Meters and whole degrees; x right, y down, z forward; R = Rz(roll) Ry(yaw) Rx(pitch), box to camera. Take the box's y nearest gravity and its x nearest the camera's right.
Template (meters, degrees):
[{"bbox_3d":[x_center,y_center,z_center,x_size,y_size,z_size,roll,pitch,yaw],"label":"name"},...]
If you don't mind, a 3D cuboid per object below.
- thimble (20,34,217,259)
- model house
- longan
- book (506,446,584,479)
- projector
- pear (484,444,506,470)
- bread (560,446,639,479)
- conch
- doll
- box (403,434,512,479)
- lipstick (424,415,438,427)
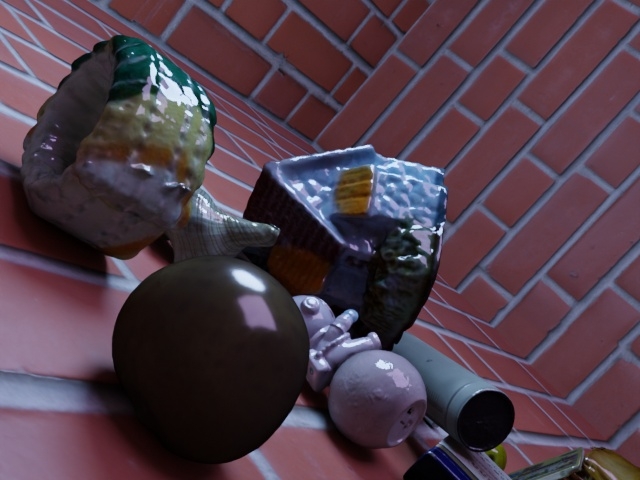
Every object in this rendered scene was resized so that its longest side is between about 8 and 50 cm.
[{"bbox_3d":[-0.260,-0.119,1.111,0.167,0.254,0.288,34,19,-35],"label":"thimble"},{"bbox_3d":[0.000,0.000,1.481,0.339,0.297,0.360,19,-25,-7],"label":"model house"},{"bbox_3d":[-0.108,0.116,0.881,0.196,0.196,0.220,30,18,-48],"label":"longan"},{"bbox_3d":[0.393,0.422,1.549,0.013,0.168,0.192,68,16,11],"label":"book"},{"bbox_3d":[0.197,0.249,1.465,0.108,0.108,0.337,37,-4,-22],"label":"projector"},{"bbox_3d":[0.278,0.383,1.507,0.092,0.092,0.097,42,-6,3],"label":"pear"},{"bbox_3d":[0.573,0.513,1.640,0.324,0.167,0.277,30,10,26],"label":"bread"},{"bbox_3d":[-0.199,-0.011,1.326,0.234,0.137,0.114,36,35,16],"label":"conch"},{"bbox_3d":[0.025,0.183,1.278,0.287,0.151,0.151,39,8,31],"label":"doll"},{"bbox_3d":[0.231,0.386,1.333,0.168,0.071,0.259,44,11,17],"label":"box"},{"bbox_3d":[0.190,0.311,1.633,0.025,0.025,0.107,32,8,-48],"label":"lipstick"}]
